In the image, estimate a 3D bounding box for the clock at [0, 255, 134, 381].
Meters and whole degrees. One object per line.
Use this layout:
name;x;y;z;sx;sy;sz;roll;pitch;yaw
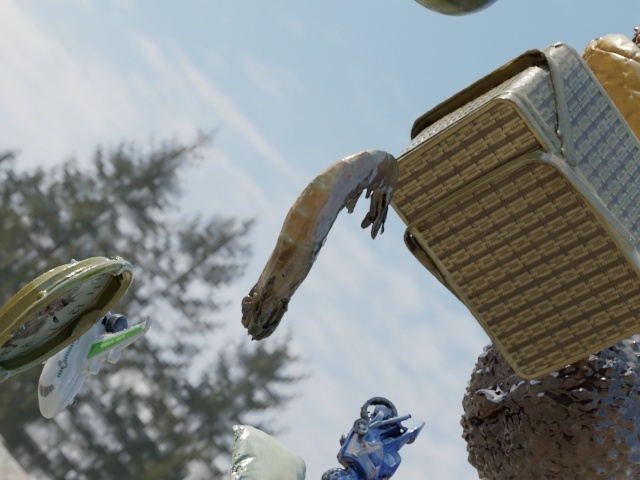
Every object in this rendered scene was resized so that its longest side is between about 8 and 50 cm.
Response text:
clock;-0.339;0.087;1.867;0.057;0.237;0.237;50;-17;12

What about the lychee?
lychee;0.322;0.217;1.917;0.300;0.300;0.300;44;-18;19

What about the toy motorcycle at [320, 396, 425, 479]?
toy motorcycle;0.083;0.339;2.353;0.114;0.205;0.076;33;-35;1

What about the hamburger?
hamburger;0.407;-0.144;1.870;0.282;0.155;0.245;-130;-141;-74

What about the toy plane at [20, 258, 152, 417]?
toy plane;-0.371;0.156;2.316;0.251;0.255;0.101;8;-17;28

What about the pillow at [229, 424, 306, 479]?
pillow;-0.071;0.351;2.007;0.128;0.051;0.229;31;33;-23

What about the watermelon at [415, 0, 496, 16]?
watermelon;0.198;-0.411;2.130;0.215;0.188;0.188;15;14;-45

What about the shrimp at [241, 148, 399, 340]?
shrimp;0.000;0.000;1.407;0.046;0.219;0.152;41;24;21

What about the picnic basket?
picnic basket;0.239;-0.031;1.660;0.228;0.175;0.313;-30;-81;42
